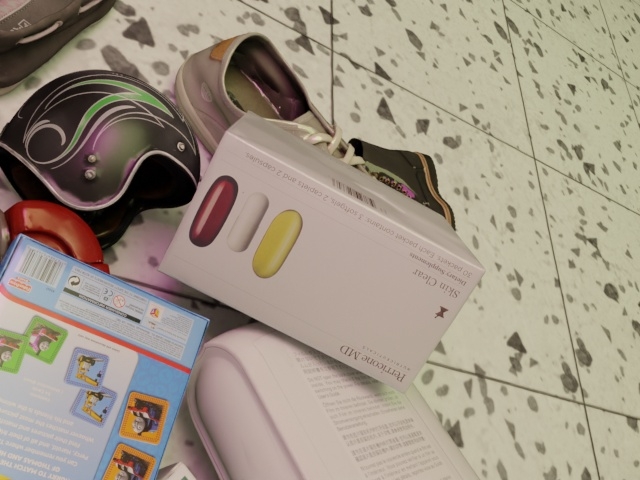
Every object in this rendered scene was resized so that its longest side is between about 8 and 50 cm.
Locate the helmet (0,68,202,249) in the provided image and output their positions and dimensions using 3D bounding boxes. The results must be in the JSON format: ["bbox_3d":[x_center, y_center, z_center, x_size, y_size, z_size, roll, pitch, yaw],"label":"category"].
[{"bbox_3d":[-0.206,-0.084,0.631,0.169,0.169,0.161,49,63,-5],"label":"helmet"}]

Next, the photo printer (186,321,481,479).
[{"bbox_3d":[0.023,0.206,0.621,0.256,0.107,0.307,6,41,-51],"label":"photo printer"}]

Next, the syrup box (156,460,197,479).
[{"bbox_3d":[-0.092,0.313,0.537,0.236,0.096,0.093,52,47,-1],"label":"syrup box"}]

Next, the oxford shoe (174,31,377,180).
[{"bbox_3d":[-0.004,-0.074,0.813,0.449,0.130,0.169,51,44,-5],"label":"oxford shoe"}]

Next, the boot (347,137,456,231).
[{"bbox_3d":[0.110,-0.058,0.941,0.137,0.077,0.197,12,45,-28],"label":"boot"}]

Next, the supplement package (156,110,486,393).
[{"bbox_3d":[0.000,0.000,0.665,0.262,0.145,0.204,27,14,-8],"label":"supplement package"}]

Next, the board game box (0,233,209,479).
[{"bbox_3d":[-0.184,0.124,0.457,0.160,0.039,0.211,30,58,-28],"label":"board game box"}]

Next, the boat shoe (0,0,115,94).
[{"bbox_3d":[-0.296,-0.290,0.724,0.112,0.095,0.335,34,49,-19],"label":"boat shoe"}]

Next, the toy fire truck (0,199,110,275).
[{"bbox_3d":[-0.302,-0.002,0.524,0.217,0.159,0.246,-3,82,-39],"label":"toy fire truck"}]
